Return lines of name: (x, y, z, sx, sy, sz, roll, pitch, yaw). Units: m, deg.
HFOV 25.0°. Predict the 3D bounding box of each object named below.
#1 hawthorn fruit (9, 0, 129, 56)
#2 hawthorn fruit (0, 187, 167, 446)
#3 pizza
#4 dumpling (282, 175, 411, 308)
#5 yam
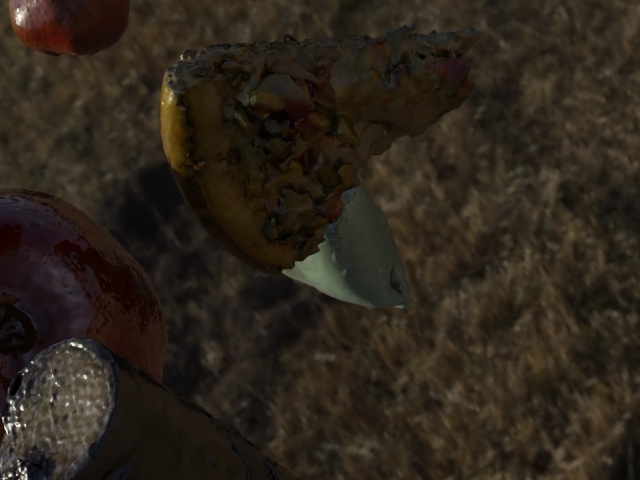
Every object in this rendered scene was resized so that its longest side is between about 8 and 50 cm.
hawthorn fruit: (-0.363, -0.367, 2.095, 0.179, 0.200, 0.179, 2, 27, -1)
hawthorn fruit: (-0.265, 0.093, 1.246, 0.284, 0.284, 0.284, -22, 34, 16)
pizza: (-0.002, -0.071, 1.251, 0.287, 0.251, 0.074, -9, 48, -18)
dumpling: (0.010, -0.007, 1.506, 0.105, 0.217, 0.149, -41, 19, -14)
yam: (-0.095, 0.180, 0.984, 0.131, 0.279, 0.131, -23, 47, 27)
